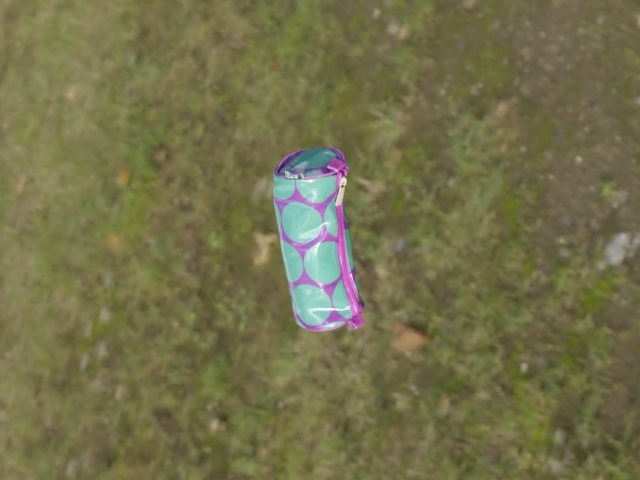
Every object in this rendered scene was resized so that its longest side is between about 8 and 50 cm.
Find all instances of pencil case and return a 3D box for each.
[{"bbox_3d":[0.000,0.000,1.272,0.070,0.064,0.152,9,117,37],"label":"pencil case"}]
